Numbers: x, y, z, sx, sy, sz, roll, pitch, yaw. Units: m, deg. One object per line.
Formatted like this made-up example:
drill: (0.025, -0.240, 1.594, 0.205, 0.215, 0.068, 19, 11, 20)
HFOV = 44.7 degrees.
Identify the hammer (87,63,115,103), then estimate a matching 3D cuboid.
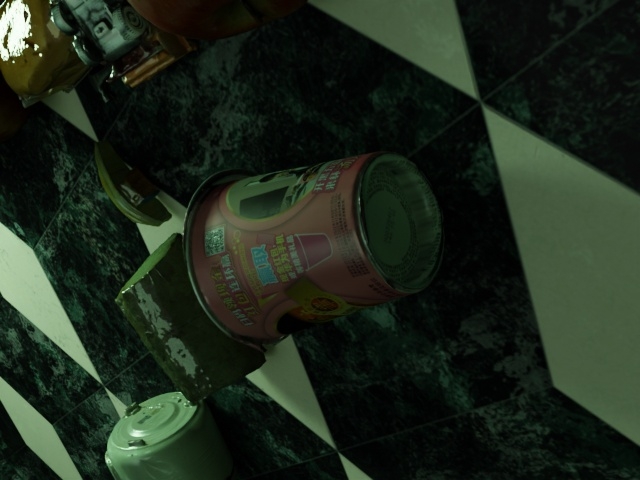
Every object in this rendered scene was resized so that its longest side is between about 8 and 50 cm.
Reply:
hammer: (-0.299, -0.275, 1.155, 0.201, 0.021, 0.078, -23, 102, 49)

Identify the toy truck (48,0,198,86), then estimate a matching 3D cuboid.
toy truck: (-0.285, -0.334, 1.001, 0.114, 0.135, 0.270, -24, 106, 28)

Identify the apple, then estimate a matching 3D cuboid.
apple: (-0.111, -0.322, 0.789, 0.230, 0.230, 0.229, 25, 134, 29)

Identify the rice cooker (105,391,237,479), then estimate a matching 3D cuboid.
rice cooker: (-0.292, 0.439, 1.542, 0.226, 0.226, 0.244, 0, 121, 44)

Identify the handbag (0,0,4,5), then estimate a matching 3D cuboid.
handbag: (-0.558, -0.465, 1.172, 0.171, 0.151, 0.298, 53, 148, 5)

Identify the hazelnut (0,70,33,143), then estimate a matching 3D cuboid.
hazelnut: (-0.608, -0.246, 1.322, 0.252, 0.217, 0.217, 22, 133, 37)

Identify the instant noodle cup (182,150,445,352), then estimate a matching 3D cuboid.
instant noodle cup: (0.000, 0.000, 0.940, 0.255, 0.244, 0.243, -13, 109, 41)

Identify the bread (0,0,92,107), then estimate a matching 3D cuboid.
bread: (-0.401, -0.304, 1.147, 0.241, 0.107, 0.136, -21, 91, 50)

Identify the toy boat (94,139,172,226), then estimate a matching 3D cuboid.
toy boat: (-0.312, -0.091, 1.277, 0.172, 0.065, 0.066, 48, 118, 3)

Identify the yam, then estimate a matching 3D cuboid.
yam: (-0.221, 0.136, 1.293, 0.161, 0.161, 0.268, -22, 105, 50)
